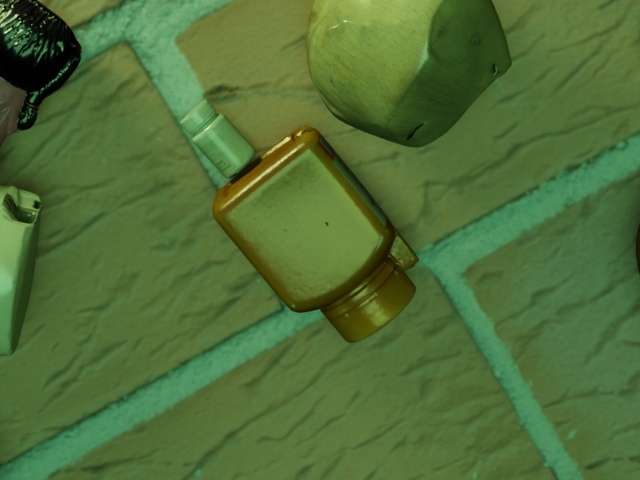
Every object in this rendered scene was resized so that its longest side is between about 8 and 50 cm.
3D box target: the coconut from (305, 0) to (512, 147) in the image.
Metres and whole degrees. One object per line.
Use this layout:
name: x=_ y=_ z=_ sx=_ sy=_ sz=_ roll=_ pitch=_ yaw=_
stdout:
coconut: x=0.097 y=-0.205 z=1.838 sx=0.224 sy=0.224 sz=0.224 roll=0 pitch=104 yaw=-2

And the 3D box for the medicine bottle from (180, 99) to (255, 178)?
medicine bottle: x=-0.115 y=-0.114 z=1.926 sx=0.047 sy=0.047 sz=0.083 roll=-41 pitch=101 yaw=8

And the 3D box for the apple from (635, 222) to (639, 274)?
apple: x=0.455 y=0.009 z=1.906 sx=0.211 sy=0.188 sz=0.211 roll=0 pitch=101 yaw=0

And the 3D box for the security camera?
security camera: x=-0.432 y=0.018 z=1.878 sx=0.236 sy=0.194 sz=0.195 roll=10 pitch=103 yaw=-2

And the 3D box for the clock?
clock: x=-0.379 y=-0.194 z=1.873 sx=0.194 sy=0.100 sz=0.195 roll=38 pitch=92 yaw=-10

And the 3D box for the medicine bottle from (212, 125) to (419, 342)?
medicine bottle: x=0.000 y=0.000 z=1.925 sx=0.149 sy=0.112 sz=0.222 roll=-38 pitch=102 yaw=7
